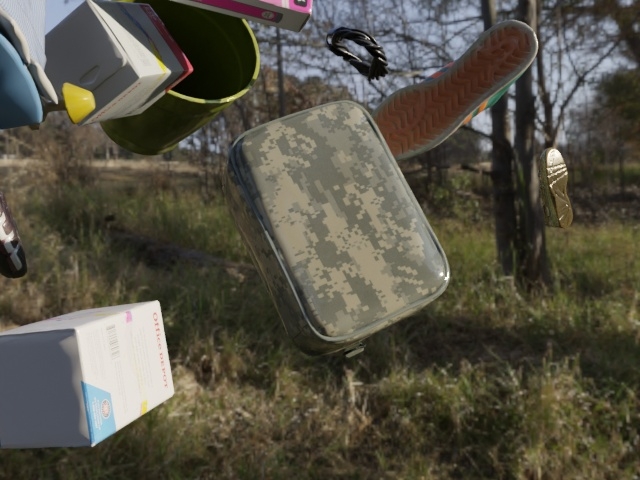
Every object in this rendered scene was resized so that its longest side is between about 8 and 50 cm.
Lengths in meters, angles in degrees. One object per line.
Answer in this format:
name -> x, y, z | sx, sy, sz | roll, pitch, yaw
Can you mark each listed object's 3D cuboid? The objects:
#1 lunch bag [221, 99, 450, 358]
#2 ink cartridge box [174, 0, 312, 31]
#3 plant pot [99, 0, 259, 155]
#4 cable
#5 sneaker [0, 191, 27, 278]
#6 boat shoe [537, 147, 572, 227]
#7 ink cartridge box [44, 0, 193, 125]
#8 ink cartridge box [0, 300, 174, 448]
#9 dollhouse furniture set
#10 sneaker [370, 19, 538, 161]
lunch bag -> 0.000, 0.000, 0.880 | 0.212, 0.305, 0.256 | -23, -13, -19
ink cartridge box -> -0.186, -0.418, 0.892 | 0.370, 0.176, 0.069 | 8, -13, -17
plant pot -> -0.392, -0.394, 1.596 | 0.366, 0.367, 0.353 | -3, -22, -36
cable -> 0.084, -0.403, 1.414 | 0.150, 0.047, 0.184 | 45, -8, -24
sneaker -> -0.528, -0.046, 0.891 | 0.162, 0.281, 0.106 | -23, 34, -16
boat shoe -> 0.430, -0.097, 1.216 | 0.056, 0.153, 0.048 | -25, 15, -26
ink cartridge box -> -0.301, -0.262, 0.955 | 0.128, 0.127, 0.176 | -31, 8, 20
ink cartridge box -> -0.197, 0.109, 0.562 | 0.089, 0.092, 0.143 | -8, 2, 15
dollhouse furniture set -> -0.269, -0.313, 0.652 | 0.198, 0.286, 0.303 | -10, -35, -3
sneaker -> 0.204, -0.219, 1.023 | 0.302, 0.108, 0.121 | -33, -6, 17
